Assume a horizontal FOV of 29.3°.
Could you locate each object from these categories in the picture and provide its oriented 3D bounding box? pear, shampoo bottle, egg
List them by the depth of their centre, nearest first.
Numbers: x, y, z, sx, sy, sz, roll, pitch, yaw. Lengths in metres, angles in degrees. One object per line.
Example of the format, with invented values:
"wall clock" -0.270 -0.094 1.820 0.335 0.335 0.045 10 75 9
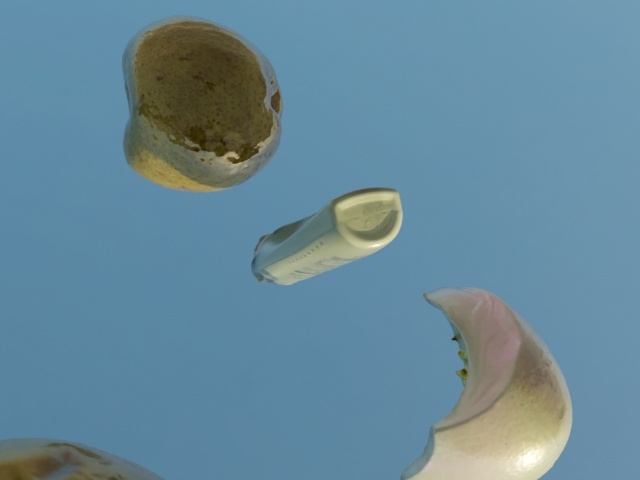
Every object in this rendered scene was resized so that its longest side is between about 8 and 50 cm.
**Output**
"shampoo bottle" 0.000 0.000 0.972 0.072 0.212 0.049 -15 -94 -23
"egg" 0.221 0.190 1.469 0.206 0.161 0.271 35 -119 -33
"pear" -0.150 -0.177 1.587 0.211 0.188 0.229 -1 -84 -8

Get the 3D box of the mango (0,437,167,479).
"mango" -0.180 0.321 0.925 0.220 0.445 0.301 6 -119 33
